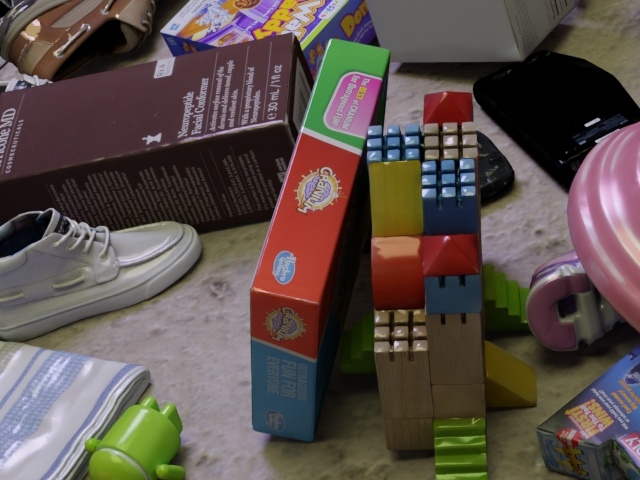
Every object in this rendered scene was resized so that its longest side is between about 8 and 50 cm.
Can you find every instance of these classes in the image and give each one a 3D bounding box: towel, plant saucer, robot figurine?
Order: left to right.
[{"bbox_3d":[-0.339,0.184,1.753,0.285,0.034,0.209,8,45,31],"label":"towel"},{"bbox_3d":[-0.182,0.208,1.630,0.101,0.067,0.115,16,50,25],"label":"robot figurine"},{"bbox_3d":[0.394,-0.010,1.520,0.332,0.084,0.332,11,43,-10],"label":"plant saucer"}]

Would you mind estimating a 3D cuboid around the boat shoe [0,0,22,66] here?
[{"bbox_3d":[-0.444,-0.328,2.375,0.077,0.070,0.219,1,43,24],"label":"boat shoe"}]

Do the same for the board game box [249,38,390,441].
[{"bbox_3d":[0.000,0.000,1.628,0.064,0.242,0.317,11,54,7],"label":"board game box"}]

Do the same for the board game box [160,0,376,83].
[{"bbox_3d":[-0.008,-0.334,2.162,0.233,0.078,0.347,19,59,39],"label":"board game box"}]

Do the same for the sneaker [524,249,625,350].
[{"bbox_3d":[0.305,0.033,1.627,0.236,0.095,0.104,-14,14,-2],"label":"sneaker"}]

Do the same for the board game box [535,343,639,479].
[{"bbox_3d":[0.302,0.171,1.478,0.194,0.060,0.194,-27,39,-8],"label":"board game box"}]

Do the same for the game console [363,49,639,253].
[{"bbox_3d":[0.178,-0.098,1.867,0.361,0.044,0.213,-25,37,-8],"label":"game console"}]

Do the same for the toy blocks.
[{"bbox_3d":[0.103,0.003,1.566,0.190,0.261,0.381,-2,45,6],"label":"toy blocks"}]

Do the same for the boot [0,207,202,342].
[{"bbox_3d":[-0.266,0.015,1.850,0.258,0.123,0.095,-24,39,-6],"label":"boot"}]

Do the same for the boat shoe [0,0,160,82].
[{"bbox_3d":[-0.287,-0.301,2.260,0.324,0.122,0.120,-36,73,-30],"label":"boat shoe"}]

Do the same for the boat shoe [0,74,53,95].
[{"bbox_3d":[-0.376,-0.171,2.145,0.267,0.088,0.096,2,43,25],"label":"boat shoe"}]

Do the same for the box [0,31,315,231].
[{"bbox_3d":[-0.196,-0.108,1.959,0.381,0.143,0.191,-12,39,12],"label":"box"}]

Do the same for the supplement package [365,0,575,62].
[{"bbox_3d":[0.155,-0.358,1.979,0.204,0.262,0.145,5,36,38],"label":"supplement package"}]
